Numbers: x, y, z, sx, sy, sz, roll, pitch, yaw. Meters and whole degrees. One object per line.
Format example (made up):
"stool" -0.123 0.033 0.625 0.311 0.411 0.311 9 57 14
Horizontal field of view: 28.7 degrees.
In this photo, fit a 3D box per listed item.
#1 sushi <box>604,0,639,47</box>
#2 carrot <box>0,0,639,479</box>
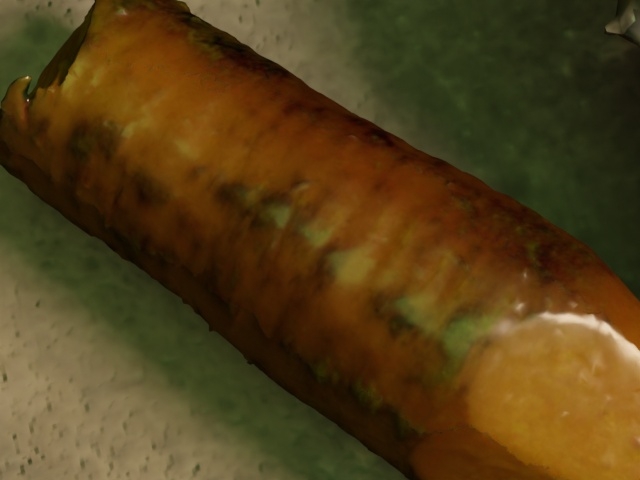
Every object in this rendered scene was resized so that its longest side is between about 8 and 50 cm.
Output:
"sushi" 0.294 -0.083 0.404 0.417 0.176 0.417 3 100 17
"carrot" 0.000 0.000 0.488 0.302 0.114 0.114 34 82 11
